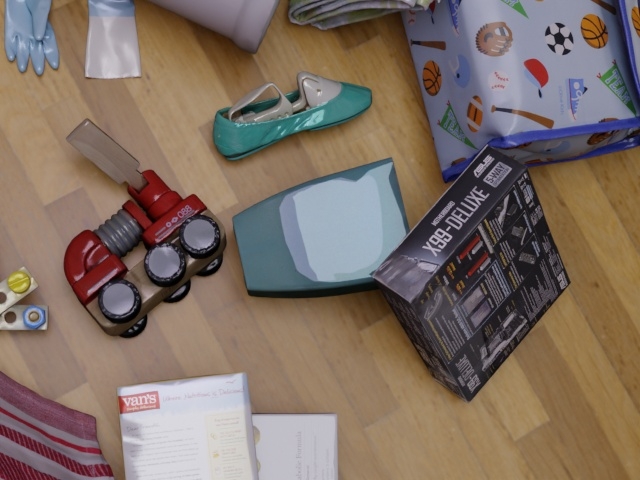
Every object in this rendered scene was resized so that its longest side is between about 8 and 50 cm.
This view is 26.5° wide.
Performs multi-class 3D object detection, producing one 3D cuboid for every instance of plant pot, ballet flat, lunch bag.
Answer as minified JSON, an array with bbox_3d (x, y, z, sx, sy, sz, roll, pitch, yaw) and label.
[{"bbox_3d":[0.000,0.000,1.907,0.234,0.166,0.166,-12,84,-4],"label":"plant pot"},{"bbox_3d":[-0.041,-0.194,1.957,0.247,0.083,0.087,-21,126,-9],"label":"ballet flat"},{"bbox_3d":[0.347,-0.283,1.971,0.385,0.239,0.328,-8,82,-26],"label":"lunch bag"}]

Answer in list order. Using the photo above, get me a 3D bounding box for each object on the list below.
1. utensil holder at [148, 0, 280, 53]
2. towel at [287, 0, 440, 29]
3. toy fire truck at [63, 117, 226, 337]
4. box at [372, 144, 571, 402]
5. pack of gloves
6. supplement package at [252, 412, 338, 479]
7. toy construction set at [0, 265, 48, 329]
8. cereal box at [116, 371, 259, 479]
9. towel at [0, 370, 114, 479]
[{"bbox_3d":[-0.200,-0.481,1.858,0.385,0.327,0.328,23,79,-5],"label":"utensil holder"},{"bbox_3d":[0.103,-0.481,1.913,0.090,0.320,0.375,26,77,-31],"label":"towel"},{"bbox_3d":[-0.280,-0.023,1.882,0.217,0.158,0.246,-39,77,-12],"label":"toy fire truck"},{"bbox_3d":[0.217,0.054,1.867,0.076,0.307,0.242,34,76,36],"label":"box"},{"bbox_3d":[-0.359,-0.351,1.960,0.195,0.046,0.232,-1,82,-8],"label":"pack of gloves"},{"bbox_3d":[-0.105,0.306,1.856,0.244,0.134,0.139,0,81,-9],"label":"supplement package"},{"bbox_3d":[-0.549,0.083,1.823,0.327,0.151,0.215,-24,86,-22],"label":"toy construction set"},{"bbox_3d":[-0.167,0.297,1.753,0.173,0.047,0.240,-5,82,-9],"label":"cereal box"},{"bbox_3d":[-0.353,0.265,1.699,0.237,0.329,0.037,33,98,-30],"label":"towel"}]
